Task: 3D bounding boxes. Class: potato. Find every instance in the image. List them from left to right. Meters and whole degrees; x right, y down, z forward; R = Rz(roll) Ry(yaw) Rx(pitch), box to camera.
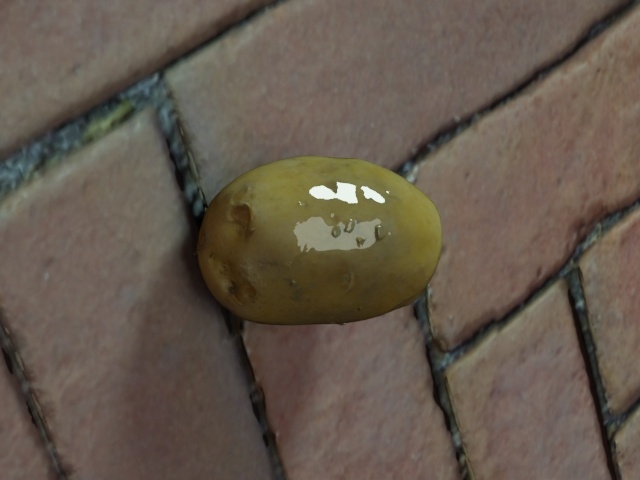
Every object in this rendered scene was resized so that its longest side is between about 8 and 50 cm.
[{"bbox_3d":[0.000,0.000,1.252,0.178,0.118,0.109,-1,63,-32],"label":"potato"}]
